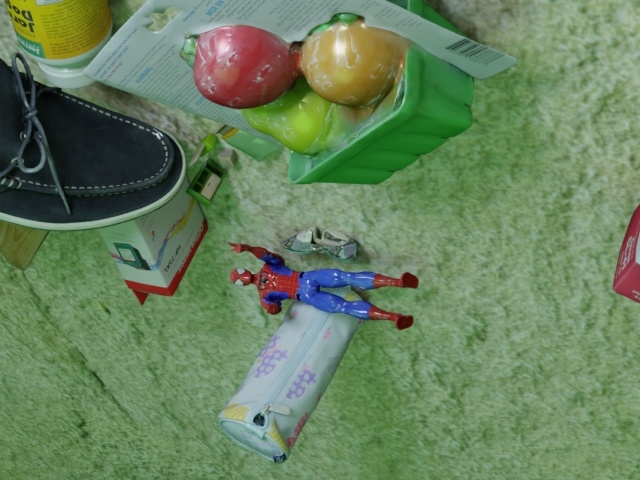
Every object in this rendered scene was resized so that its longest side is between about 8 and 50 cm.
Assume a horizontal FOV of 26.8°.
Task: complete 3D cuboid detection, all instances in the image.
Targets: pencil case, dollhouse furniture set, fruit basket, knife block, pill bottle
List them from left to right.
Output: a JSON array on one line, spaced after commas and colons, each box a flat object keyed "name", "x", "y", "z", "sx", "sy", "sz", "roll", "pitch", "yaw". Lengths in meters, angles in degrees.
[{"name": "knife block", "x": -0.409, "y": -0.063, "z": 1.991, "sx": 0.242, "sy": 0.088, "sz": 0.276, "roll": 6, "pitch": 142, "yaw": 29}, {"name": "pill bottle", "x": -0.311, "y": -0.281, "z": 1.584, "sx": 0.117, "sy": 0.117, "sz": 0.208, "roll": 16, "pitch": 147, "yaw": 15}, {"name": "dollhouse furniture set", "x": -0.124, "y": -0.103, "z": 1.764, "sx": 0.076, "sy": 0.058, "sz": 0.151, "roll": 35, "pitch": 147, "yaw": -15}, {"name": "pencil case", "x": -0.038, "y": 0.179, "z": 1.912, "sx": 0.113, "sy": 0.273, "sz": 0.124, "roll": 23, "pitch": 152, "yaw": 18}, {"name": "fruit basket", "x": -0.026, "y": -0.193, "z": 1.408, "sx": 0.353, "sy": 0.165, "sz": 0.327, "roll": 23, "pitch": 151, "yaw": -23}]

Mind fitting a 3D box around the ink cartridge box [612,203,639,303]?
[{"name": "ink cartridge box", "x": 0.474, "y": -0.018, "z": 1.407, "sx": 0.226, "sy": 0.131, "sz": 0.306, "roll": 25, "pitch": 149, "yaw": 2}]

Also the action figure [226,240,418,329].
[{"name": "action figure", "x": -0.023, "y": 0.062, "z": 1.828, "sx": 0.280, "sy": 0.091, "sz": 0.139, "roll": 6, "pitch": 177, "yaw": 32}]

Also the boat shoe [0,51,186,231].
[{"name": "boat shoe", "x": -0.394, "y": -0.132, "z": 1.658, "sx": 0.500, "sy": 0.187, "sz": 0.156, "roll": 11, "pitch": 148, "yaw": -24}]

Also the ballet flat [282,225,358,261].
[{"name": "ballet flat", "x": 0.000, "y": 0.000, "z": 1.853, "sx": 0.114, "sy": 0.041, "sz": 0.041, "roll": 10, "pitch": 145, "yaw": 23}]

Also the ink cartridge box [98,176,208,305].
[{"name": "ink cartridge box", "x": -0.233, "y": -0.017, "z": 1.892, "sx": 0.078, "sy": 0.134, "sz": 0.231, "roll": 10, "pitch": 145, "yaw": 23}]
